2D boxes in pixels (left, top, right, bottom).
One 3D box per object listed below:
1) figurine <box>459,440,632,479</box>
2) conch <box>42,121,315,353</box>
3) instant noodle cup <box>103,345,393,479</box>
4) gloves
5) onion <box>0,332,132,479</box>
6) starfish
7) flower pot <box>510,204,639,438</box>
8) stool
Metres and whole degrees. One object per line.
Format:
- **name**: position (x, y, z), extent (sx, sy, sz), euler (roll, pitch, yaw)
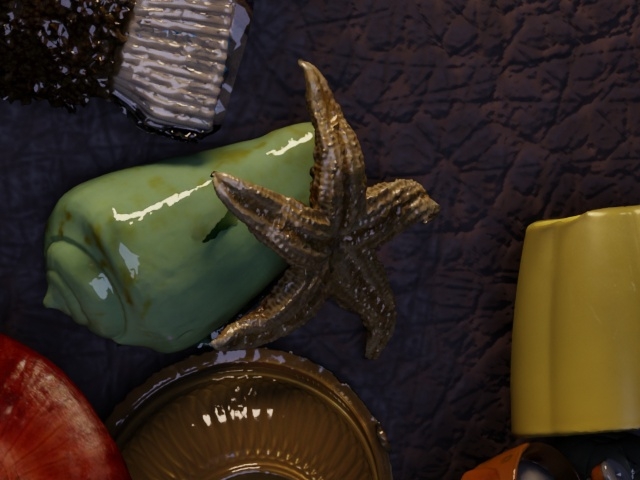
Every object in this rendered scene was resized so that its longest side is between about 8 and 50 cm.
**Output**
- **figurine**: position (0.137, 0.251, 1.444), extent (0.143, 0.143, 0.271), euler (35, 132, -11)
- **conch**: position (-0.102, 0.006, 1.431), extent (0.251, 0.137, 0.143), euler (-12, 70, -26)
- **instant noodle cup**: position (-0.060, 0.224, 1.442), extent (0.274, 0.091, 0.274), euler (-3, 104, -12)
- **gloves**: position (-0.206, -0.200, 1.365), extent (0.312, 0.135, 0.210), euler (12, 120, -4)
- **onion**: position (-0.283, 0.245, 1.303), extent (0.341, 0.341, 0.341), euler (-1, 96, -9)
- **starfish**: position (0.000, 0.000, 1.414), extent (0.236, 0.062, 0.277), euler (-29, 126, -27)
- **flower pot**: position (0.242, 0.066, 1.455), extent (0.195, 0.195, 0.179), euler (-5, 84, -8)
- **stool**: position (0.239, 0.218, 1.507), extent (0.096, 0.096, 0.110), euler (-4, 102, -9)
